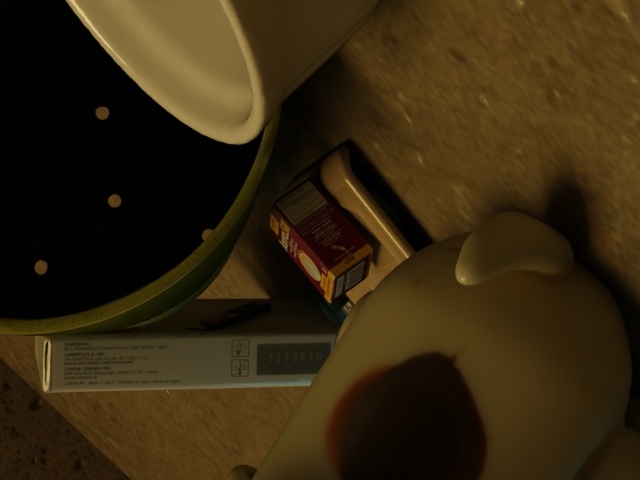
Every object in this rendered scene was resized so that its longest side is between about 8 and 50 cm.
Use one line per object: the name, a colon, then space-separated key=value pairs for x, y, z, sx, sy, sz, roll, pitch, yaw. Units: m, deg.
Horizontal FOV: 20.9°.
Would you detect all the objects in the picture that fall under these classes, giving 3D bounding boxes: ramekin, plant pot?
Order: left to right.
plant pot: x=-0.197 y=-0.070 z=1.426 sx=0.366 sy=0.366 sz=0.353 roll=46 pitch=173 yaw=13
ramekin: x=-0.082 y=-0.212 z=1.135 sx=0.277 sy=0.135 sz=0.277 roll=44 pitch=162 yaw=19

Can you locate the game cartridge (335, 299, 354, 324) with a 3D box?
game cartridge: x=0.049 y=0.092 z=1.622 sx=0.083 sy=0.017 sz=0.056 roll=50 pitch=159 yaw=3

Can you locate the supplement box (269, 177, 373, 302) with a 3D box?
supplement box: x=0.000 y=0.000 z=1.407 sx=0.083 sy=0.043 sz=0.055 roll=49 pitch=162 yaw=18

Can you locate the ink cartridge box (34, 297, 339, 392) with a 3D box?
ink cartridge box: x=-0.139 y=0.084 z=1.686 sx=0.239 sy=0.275 sz=0.060 roll=-131 pitch=43 yaw=-71

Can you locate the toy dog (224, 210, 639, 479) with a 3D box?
toy dog: x=0.052 y=0.208 z=1.165 sx=0.284 sy=0.408 sz=0.395 roll=37 pitch=150 yaw=12

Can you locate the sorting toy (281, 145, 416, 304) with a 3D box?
sorting toy: x=0.053 y=0.023 z=1.450 sx=0.208 sy=0.038 sz=0.193 roll=56 pitch=162 yaw=-2
